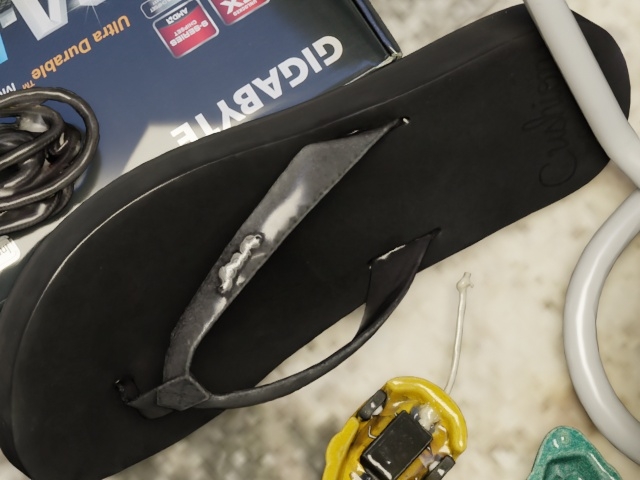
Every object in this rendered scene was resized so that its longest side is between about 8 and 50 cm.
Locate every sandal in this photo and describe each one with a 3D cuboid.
[{"bbox_3d":[0.000,-0.001,0.630,0.254,0.054,0.097,-33,129,-10],"label":"sandal"}]

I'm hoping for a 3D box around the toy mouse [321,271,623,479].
[{"bbox_3d":[0.057,0.117,0.646,0.143,0.031,0.161,38,70,4],"label":"toy mouse"}]

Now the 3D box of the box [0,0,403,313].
[{"bbox_3d":[-0.111,-0.074,0.661,0.220,0.051,0.175,-32,84,-10],"label":"box"}]

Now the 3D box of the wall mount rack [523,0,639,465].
[{"bbox_3d":[0.198,-0.090,0.637,0.304,0.130,0.350,45,79,-4],"label":"wall mount rack"}]

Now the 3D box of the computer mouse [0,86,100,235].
[{"bbox_3d":[-0.198,-0.105,0.606,0.184,0.060,0.262,-21,93,-12],"label":"computer mouse"}]
